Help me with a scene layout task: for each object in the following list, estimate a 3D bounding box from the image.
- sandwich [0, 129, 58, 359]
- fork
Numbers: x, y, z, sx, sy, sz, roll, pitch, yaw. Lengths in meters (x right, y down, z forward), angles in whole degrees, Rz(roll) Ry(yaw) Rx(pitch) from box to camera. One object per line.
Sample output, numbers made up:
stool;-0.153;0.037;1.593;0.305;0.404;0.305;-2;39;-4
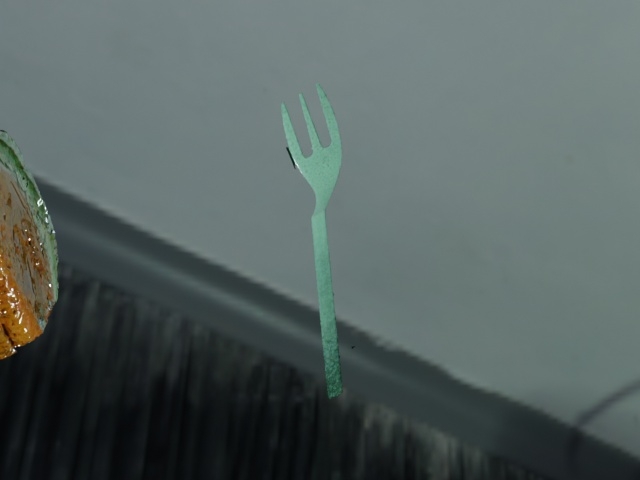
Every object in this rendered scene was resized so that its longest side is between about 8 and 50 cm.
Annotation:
sandwich;-0.106;-0.001;0.512;0.026;0.069;0.101;-12;146;3
fork;0.001;0.001;0.943;0.039;0.235;0.021;-30;136;26
